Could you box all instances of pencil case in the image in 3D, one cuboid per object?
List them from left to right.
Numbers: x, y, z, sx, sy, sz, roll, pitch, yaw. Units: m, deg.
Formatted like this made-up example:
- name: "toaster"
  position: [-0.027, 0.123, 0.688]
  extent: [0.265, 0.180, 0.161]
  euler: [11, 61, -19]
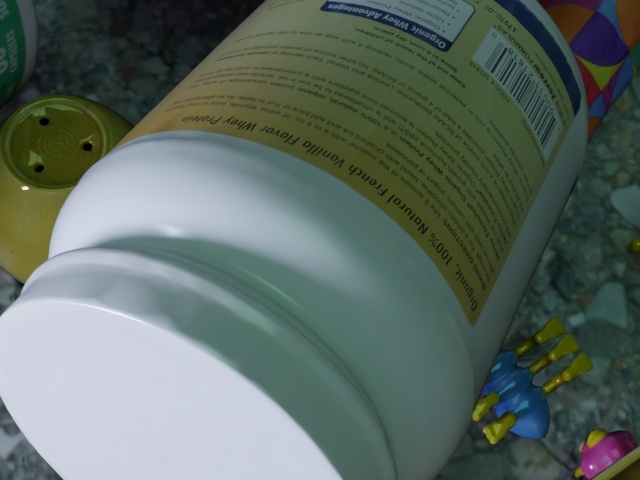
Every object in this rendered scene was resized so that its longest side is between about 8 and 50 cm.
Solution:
- name: "pencil case"
  position: [0.211, -0.167, 0.721]
  extent: [0.104, 0.104, 0.236]
  euler: [37, 67, 8]

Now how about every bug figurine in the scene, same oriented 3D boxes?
- name: "bug figurine"
  position: [0.222, 0.085, 0.633]
  extent: [0.279, 0.072, 0.216]
  euler: [-28, 76, -18]

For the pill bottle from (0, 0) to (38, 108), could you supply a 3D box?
- name: "pill bottle"
  position: [-0.343, -0.069, 0.505]
  extent: [0.204, 0.204, 0.361]
  euler: [31, 50, 6]

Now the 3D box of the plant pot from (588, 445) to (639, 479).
- name: "plant pot"
  position: [0.125, 0.258, 0.487]
  extent: [0.212, 0.187, 0.212]
  euler: [-29, 75, -13]

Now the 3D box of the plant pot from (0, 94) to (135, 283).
- name: "plant pot"
  position: [-0.168, -0.042, 0.623]
  extent: [0.134, 0.095, 0.134]
  euler: [2, 69, -6]

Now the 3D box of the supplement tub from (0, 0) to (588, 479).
- name: "supplement tub"
  position: [0.000, 0.000, 0.515]
  extent: [0.228, 0.228, 0.316]
  euler: [31, 49, 5]
